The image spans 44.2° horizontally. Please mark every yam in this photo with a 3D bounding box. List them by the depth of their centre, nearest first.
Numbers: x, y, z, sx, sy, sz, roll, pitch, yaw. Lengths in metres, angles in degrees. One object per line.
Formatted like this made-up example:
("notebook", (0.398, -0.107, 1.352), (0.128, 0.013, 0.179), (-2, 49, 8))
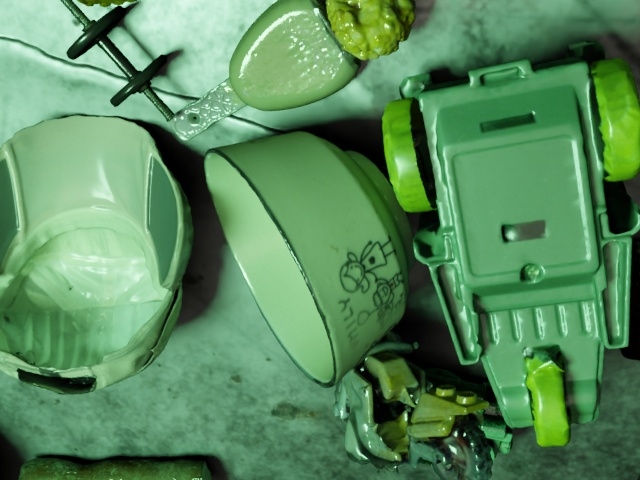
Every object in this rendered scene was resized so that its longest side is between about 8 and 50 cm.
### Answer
("yam", (-0.256, 0.303, 0.994), (0.253, 0.061, 0.061), (-3, 117, 12))

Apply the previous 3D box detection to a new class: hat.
("hat", (-0.237, 0.012, 0.791), (0.232, 0.161, 0.275), (0, 95, -3))

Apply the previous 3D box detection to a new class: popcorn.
("popcorn", (0.046, -0.192, 0.680), (0.084, 0.084, 0.084), (4, 118, 7))

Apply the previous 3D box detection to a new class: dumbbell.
("dumbbell", (-0.186, -0.168, 0.723), (0.069, 0.069, 0.147), (-34, 108, 24))

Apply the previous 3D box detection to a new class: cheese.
("cheese", (-0.062, -0.148, 0.731), (0.192, 0.037, 0.097), (-27, 109, 21))

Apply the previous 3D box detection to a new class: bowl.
("bowl", (0.000, 0.000, 0.714), (0.126, 0.238, 0.237), (-28, 115, -15))

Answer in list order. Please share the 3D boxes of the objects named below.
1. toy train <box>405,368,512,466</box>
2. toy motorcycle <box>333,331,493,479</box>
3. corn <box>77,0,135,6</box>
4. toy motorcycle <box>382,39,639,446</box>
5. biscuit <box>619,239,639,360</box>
("toy train", (0.127, 0.184, 0.864), (0.178, 0.071, 0.104), (12, 109, 4))
("toy motorcycle", (0.074, 0.149, 0.745), (0.094, 0.229, 0.129), (-5, 97, -30))
("corn", (-0.060, -0.281, 0.617), (0.363, 0.120, 0.120), (-13, 115, 17))
("toy motorcycle", (0.179, 0.002, 0.696), (0.191, 0.200, 0.326), (-8, 105, 14))
("biscuit", (0.416, 0.067, 0.750), (0.252, 0.070, 0.106), (5, 119, 7))
